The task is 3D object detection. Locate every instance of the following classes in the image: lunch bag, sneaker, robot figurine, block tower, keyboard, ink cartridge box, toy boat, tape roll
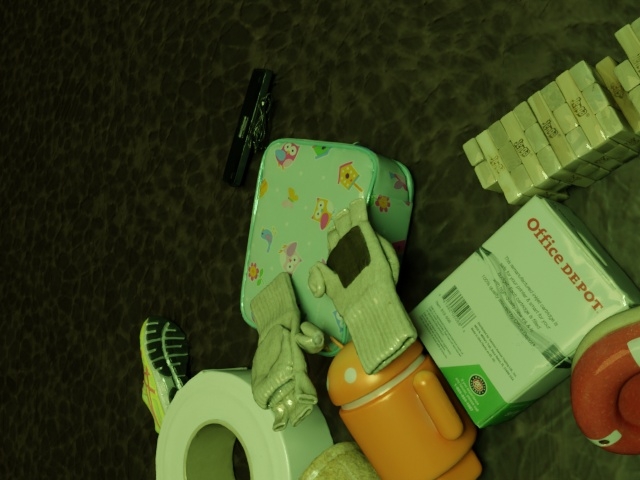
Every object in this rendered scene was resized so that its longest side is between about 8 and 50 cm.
[{"bbox_3d":[0.000,0.000,0.952,0.224,0.107,0.279,13,93,43],"label":"lunch bag"},{"bbox_3d":[-0.266,0.228,1.178,0.094,0.081,0.209,-33,64,38],"label":"sneaker"},{"bbox_3d":[0.090,0.193,0.812,0.128,0.158,0.219,-33,89,8],"label":"robot figurine"},{"bbox_3d":[0.312,-0.148,0.707,0.335,0.097,0.091,-37,62,34],"label":"block tower"},{"bbox_3d":[-0.104,-0.173,1.122,0.100,0.038,0.192,35,111,63],"label":"keyboard"},{"bbox_3d":[0.219,0.077,0.764,0.208,0.086,0.153,-47,57,28],"label":"ink cartridge box"},{"bbox_3d":[0.328,0.136,0.598,0.231,0.151,0.151,-28,31,36],"label":"toy boat"},{"bbox_3d":[-0.113,0.326,1.019,0.286,0.100,0.286,-5,82,41],"label":"tape roll"}]

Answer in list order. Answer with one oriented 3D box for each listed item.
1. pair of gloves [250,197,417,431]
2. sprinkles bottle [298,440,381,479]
[{"bbox_3d":[-0.006,0.086,0.808,0.240,0.042,0.204,-40,42,31],"label":"pair of gloves"},{"bbox_3d":[0.118,0.378,0.794,0.355,0.121,0.121,35,108,38],"label":"sprinkles bottle"}]
